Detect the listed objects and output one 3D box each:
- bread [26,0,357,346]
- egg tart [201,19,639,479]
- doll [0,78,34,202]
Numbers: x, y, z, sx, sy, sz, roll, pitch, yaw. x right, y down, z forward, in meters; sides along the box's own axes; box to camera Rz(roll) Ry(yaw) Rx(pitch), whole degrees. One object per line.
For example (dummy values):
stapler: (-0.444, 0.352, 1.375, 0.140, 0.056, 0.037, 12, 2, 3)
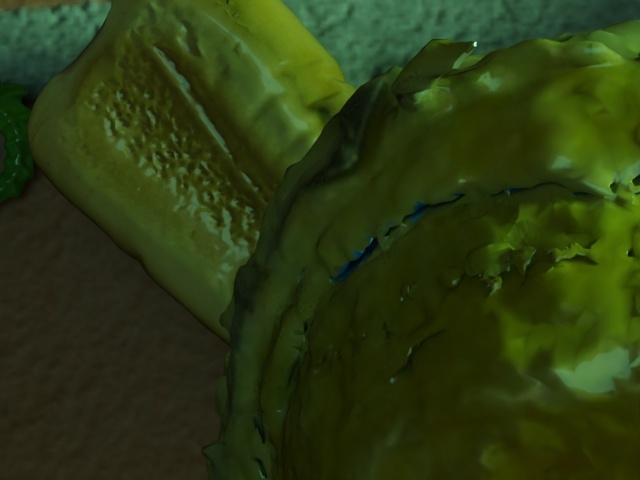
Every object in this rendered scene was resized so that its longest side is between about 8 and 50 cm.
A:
bread: (0.000, 0.000, 0.844, 0.305, 0.091, 0.142, 45, 113, 13)
egg tart: (0.122, 0.102, 0.676, 0.388, 0.169, 0.387, 6, 112, 15)
doll: (-0.234, -0.048, 0.925, 0.190, 0.050, 0.115, -11, 92, 7)
